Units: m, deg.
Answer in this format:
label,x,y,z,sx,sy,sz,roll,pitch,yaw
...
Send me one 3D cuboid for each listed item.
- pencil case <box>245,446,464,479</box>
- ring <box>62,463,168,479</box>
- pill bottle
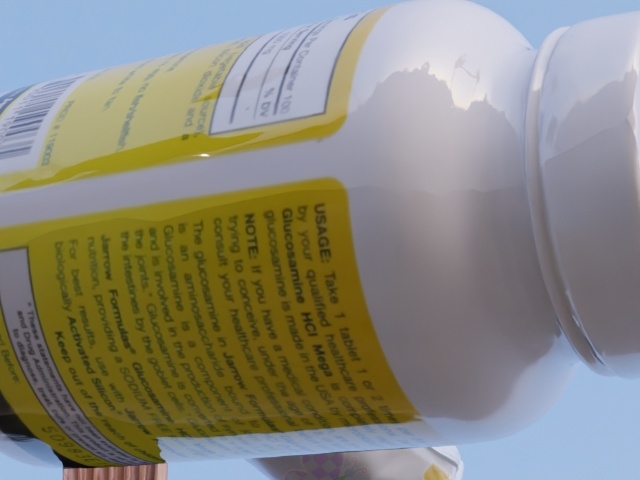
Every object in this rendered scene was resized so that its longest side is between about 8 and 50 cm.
label,x,y,z,sx,sy,sz,roll,pitch,yaw
pencil case,-0.014,0.125,1.152,0.124,0.113,0.273,-40,-74,18
ring,-0.235,0.172,0.824,0.336,0.337,0.032,-24,-48,6
pill bottle,0.000,0.000,0.649,0.333,0.188,0.188,-8,-67,29
